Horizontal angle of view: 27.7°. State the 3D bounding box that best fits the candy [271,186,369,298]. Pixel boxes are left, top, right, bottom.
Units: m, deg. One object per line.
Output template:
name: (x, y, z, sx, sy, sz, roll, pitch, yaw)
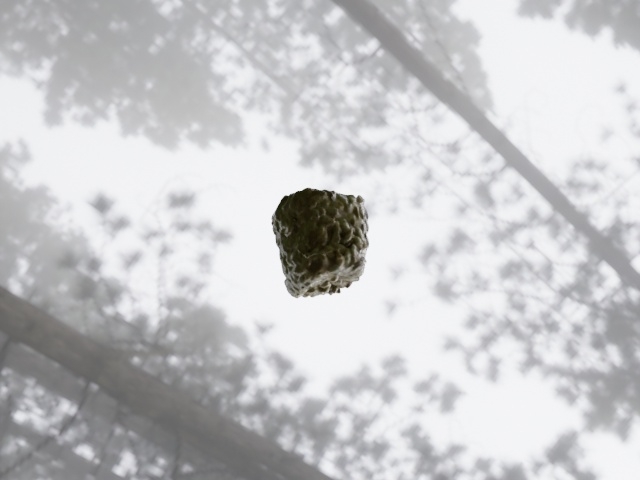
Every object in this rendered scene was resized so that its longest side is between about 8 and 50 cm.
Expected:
candy: (0.000, 0.000, 1.255, 0.095, 0.085, 0.110, -34, -127, 55)
